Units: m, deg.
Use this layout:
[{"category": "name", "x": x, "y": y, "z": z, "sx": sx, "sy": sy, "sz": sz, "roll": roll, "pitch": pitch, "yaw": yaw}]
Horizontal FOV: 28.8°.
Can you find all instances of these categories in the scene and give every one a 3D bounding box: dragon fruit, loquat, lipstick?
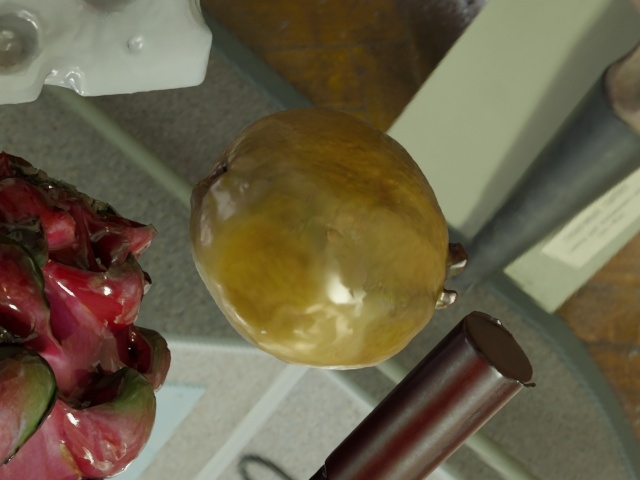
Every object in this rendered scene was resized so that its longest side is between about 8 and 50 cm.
[{"category": "dragon fruit", "x": -0.181, "y": 0.053, "z": 0.421, "sx": 0.218, "sy": 0.272, "sz": 0.198, "roll": 12, "pitch": 93, "yaw": 33}, {"category": "loquat", "x": 0.000, "y": 0.000, "z": 1.055, "sx": 0.238, "sy": 0.238, "sz": 0.193, "roll": 41, "pitch": 123, "yaw": 4}, {"category": "lipstick", "x": -0.004, "y": 0.088, "z": 0.376, "sx": 0.027, "sy": 0.027, "sz": 0.176, "roll": 43, "pitch": 115, "yaw": 2}]

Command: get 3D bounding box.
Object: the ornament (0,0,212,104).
[{"category": "ornament", "x": -0.201, "y": -0.230, "z": 0.672, "sx": 0.239, "sy": 0.239, "sz": 0.240, "roll": 41, "pitch": 128, "yaw": 40}]
